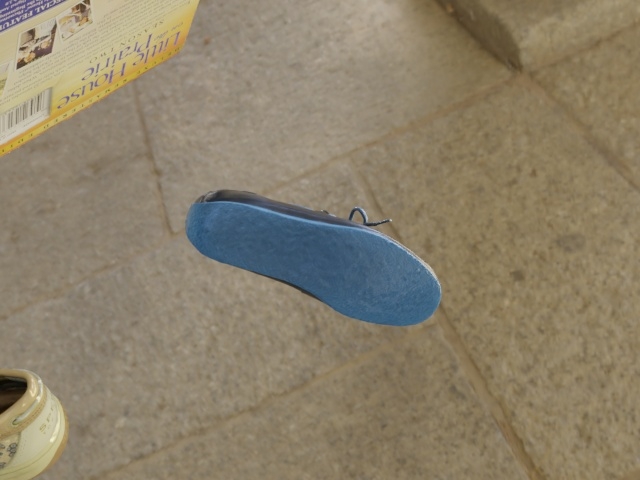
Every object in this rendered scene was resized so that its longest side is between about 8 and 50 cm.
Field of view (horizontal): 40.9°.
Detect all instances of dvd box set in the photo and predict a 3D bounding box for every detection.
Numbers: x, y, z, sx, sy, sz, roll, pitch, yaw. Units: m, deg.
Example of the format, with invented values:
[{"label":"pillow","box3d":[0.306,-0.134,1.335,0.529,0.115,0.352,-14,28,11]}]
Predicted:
[{"label":"dvd box set","box3d":[-0.217,-0.242,0.783,0.307,0.420,0.062,-38,86,-28]}]

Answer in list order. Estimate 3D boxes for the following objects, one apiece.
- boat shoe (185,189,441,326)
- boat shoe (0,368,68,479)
[{"label":"boat shoe","box3d":[0.000,0.000,0.843,0.109,0.258,0.089,-61,12,16]},{"label":"boat shoe","box3d":[-0.334,0.151,0.617,0.285,0.089,0.104,-17,58,-13]}]
